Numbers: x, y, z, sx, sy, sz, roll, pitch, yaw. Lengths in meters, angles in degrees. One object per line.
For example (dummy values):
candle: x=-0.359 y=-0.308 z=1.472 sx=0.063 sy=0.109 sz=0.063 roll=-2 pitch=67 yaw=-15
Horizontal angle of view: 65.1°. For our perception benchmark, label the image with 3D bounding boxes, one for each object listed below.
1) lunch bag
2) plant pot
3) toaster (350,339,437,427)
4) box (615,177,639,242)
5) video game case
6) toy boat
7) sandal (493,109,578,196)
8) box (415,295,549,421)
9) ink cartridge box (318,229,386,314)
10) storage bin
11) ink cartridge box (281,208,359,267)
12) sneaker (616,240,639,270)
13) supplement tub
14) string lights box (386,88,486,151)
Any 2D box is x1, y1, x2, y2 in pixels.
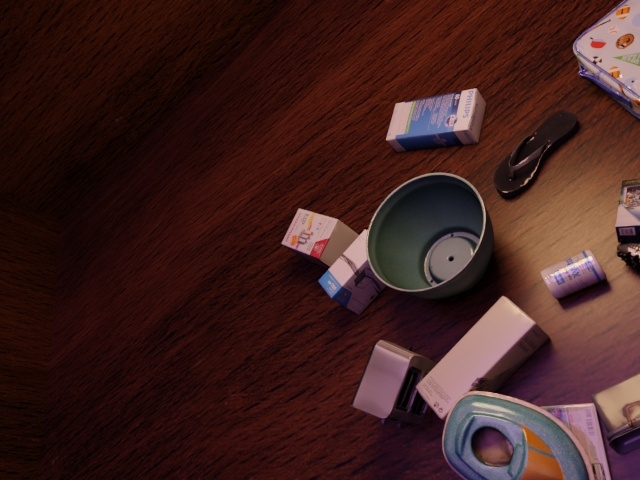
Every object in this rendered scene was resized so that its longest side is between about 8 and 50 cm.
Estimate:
lunch bag: x=0.731 y=-0.414 z=1.119 sx=0.243 sy=0.115 sz=0.303 roll=-40 pitch=47 yaw=18
plant pot: x=0.282 y=0.016 z=1.190 sx=0.293 sy=0.196 sz=0.293 roll=-20 pitch=54 yaw=30
toaster: x=0.175 y=0.319 z=1.130 sx=0.110 sy=0.168 sz=0.186 roll=14 pitch=77 yaw=41
box: x=0.698 y=-0.067 z=0.946 sx=0.233 sy=0.044 sz=0.159 roll=-4 pitch=37 yaw=39
video game case: x=0.458 y=0.394 z=0.947 sx=0.143 sy=0.019 sz=0.157 roll=-18 pitch=56 yaw=33
toy boat: x=0.331 y=0.447 z=0.898 sx=0.267 sy=0.148 sz=0.319 roll=12 pitch=84 yaw=33
sandal: x=0.515 y=-0.221 z=1.229 sx=0.254 sy=0.054 sz=0.097 roll=-51 pitch=44 yaw=5
box: x=0.341 y=0.258 z=1.061 sx=0.275 sy=0.113 sz=0.094 roll=-49 pitch=45 yaw=8
ink cartridge box: x=0.111 y=0.086 z=1.335 sx=0.191 sy=0.139 sz=0.082 roll=-47 pitch=44 yaw=8
storage bin: x=0.550 y=0.295 z=0.880 sx=0.135 sy=0.098 sz=0.091 roll=-36 pitch=37 yaw=19
ink cartridge box: x=0.000 y=0.000 z=1.489 sx=0.176 sy=0.127 sz=0.128 roll=18 pitch=79 yaw=46
sneaker: x=0.684 y=0.034 z=0.927 sx=0.234 sy=0.078 sz=0.106 roll=26 pitch=77 yaw=45
supplement tub: x=0.524 y=0.071 z=1.041 sx=0.107 sy=0.071 sz=0.071 roll=-31 pitch=49 yaw=23
string lights box: x=0.328 y=-0.341 z=1.442 sx=0.259 sy=0.076 sz=0.133 roll=2 pitch=68 yaw=41
